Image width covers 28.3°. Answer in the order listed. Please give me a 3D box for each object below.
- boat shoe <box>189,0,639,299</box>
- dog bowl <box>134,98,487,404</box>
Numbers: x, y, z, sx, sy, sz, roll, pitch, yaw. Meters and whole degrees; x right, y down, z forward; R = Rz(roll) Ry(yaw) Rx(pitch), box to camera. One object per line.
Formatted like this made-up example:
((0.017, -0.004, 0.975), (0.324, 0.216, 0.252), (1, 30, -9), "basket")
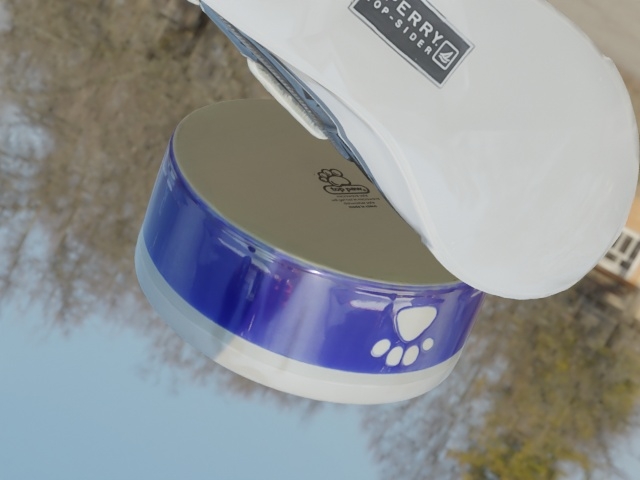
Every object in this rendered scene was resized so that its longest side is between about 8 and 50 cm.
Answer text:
((0.025, -0.080, 0.515), (0.301, 0.108, 0.102), (35, -173, -40), "boat shoe")
((0.000, 0.000, 0.962), (0.264, 0.104, 0.265), (16, -151, -9), "dog bowl")
